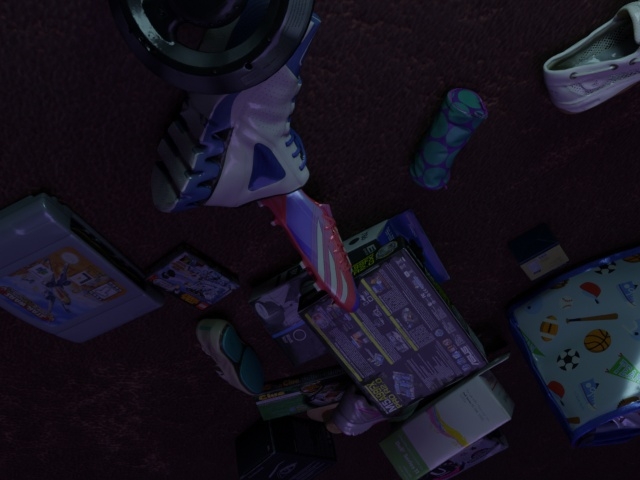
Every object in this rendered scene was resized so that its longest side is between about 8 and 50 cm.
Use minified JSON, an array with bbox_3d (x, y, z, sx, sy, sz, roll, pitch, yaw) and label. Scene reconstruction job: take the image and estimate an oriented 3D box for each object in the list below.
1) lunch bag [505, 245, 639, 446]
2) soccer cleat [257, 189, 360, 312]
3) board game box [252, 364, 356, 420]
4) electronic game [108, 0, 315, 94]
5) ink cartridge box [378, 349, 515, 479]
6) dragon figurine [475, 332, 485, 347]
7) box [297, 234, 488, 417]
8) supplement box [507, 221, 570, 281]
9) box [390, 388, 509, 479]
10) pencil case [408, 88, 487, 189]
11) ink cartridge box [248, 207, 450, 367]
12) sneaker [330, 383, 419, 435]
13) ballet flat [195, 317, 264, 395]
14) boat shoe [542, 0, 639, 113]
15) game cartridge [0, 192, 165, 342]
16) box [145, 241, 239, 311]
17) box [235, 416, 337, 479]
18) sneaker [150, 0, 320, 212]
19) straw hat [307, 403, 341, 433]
[{"bbox_3d":[0.621,0.216,1.249,0.386,0.327,0.238,-20,140,2],"label":"lunch bag"},{"bbox_3d":[0.000,0.000,0.937,0.095,0.083,0.248,-36,97,2],"label":"soccer cleat"},{"bbox_3d":[-0.022,0.355,1.428,0.260,0.030,0.136,-13,140,-3],"label":"board game box"},{"bbox_3d":[-0.117,-0.269,0.634,0.230,0.048,0.229,4,108,11],"label":"electronic game"},{"bbox_3d":[0.327,0.403,1.410,0.353,0.119,0.207,-39,164,13],"label":"ink cartridge box"},{"bbox_3d":[0.284,0.217,1.323,0.144,0.085,0.289,-24,142,6],"label":"dragon figurine"},{"bbox_3d":[0.125,0.154,1.047,0.216,0.060,0.270,-33,108,17],"label":"box"},{"bbox_3d":[0.423,0.024,1.179,0.083,0.056,0.083,-32,135,18],"label":"supplement box"},{"bbox_3d":[0.336,0.521,1.611,0.142,0.163,0.247,27,123,-39],"label":"box"},{"bbox_3d":[0.192,-0.149,0.917,0.070,0.064,0.151,17,132,-10],"label":"pencil case"},{"bbox_3d":[0.053,0.090,1.090,0.333,0.065,0.165,-29,108,13],"label":"ink cartridge box"},{"bbox_3d":[0.146,0.358,1.399,0.252,0.103,0.111,-12,133,-38],"label":"sneaker"},{"bbox_3d":[-0.184,0.234,1.223,0.086,0.086,0.248,-17,137,2],"label":"ballet flat"},{"bbox_3d":[0.439,-0.279,0.825,0.277,0.098,0.096,-31,137,19],"label":"boat shoe"},{"bbox_3d":[-0.417,0.061,0.975,0.198,0.062,0.297,-28,137,8],"label":"game cartridge"},{"bbox_3d":[-0.221,0.066,1.055,0.094,0.027,0.137,-34,135,18],"label":"box"},{"bbox_3d":[-0.087,0.533,1.541,0.207,0.108,0.153,24,125,-35],"label":"box"},{"bbox_3d":[-0.080,-0.159,0.799,0.182,0.127,0.315,8,128,-43],"label":"sneaker"},{"bbox_3d":[0.040,0.447,1.522,0.145,0.061,0.144,-8,137,-8],"label":"straw hat"}]
